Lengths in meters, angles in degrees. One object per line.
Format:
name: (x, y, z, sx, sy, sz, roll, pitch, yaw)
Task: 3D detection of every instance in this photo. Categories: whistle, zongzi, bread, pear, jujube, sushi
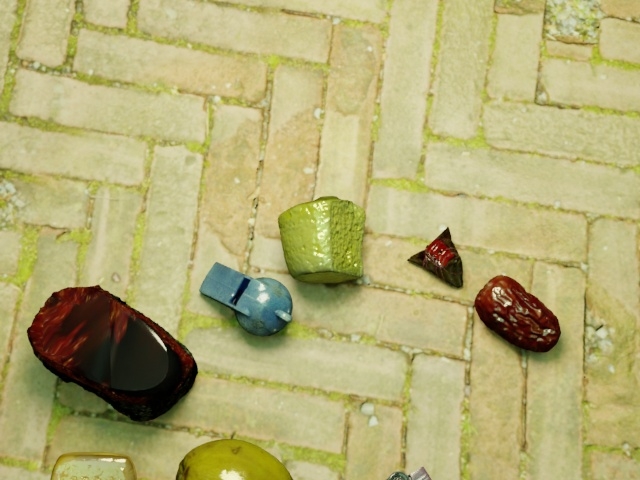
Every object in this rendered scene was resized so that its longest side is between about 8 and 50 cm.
whistle: (-0.092, 0.087, 1.541, 0.158, 0.090, 0.090, 21, 70, 48)
zongzi: (0.162, 0.027, 1.571, 0.073, 0.067, 0.083, -22, 55, 6)
bread: (0.000, 0.000, 1.539, 0.111, 0.129, 0.114, -15, 74, 36)
pear: (-0.115, 0.334, 1.422, 0.162, 0.149, 0.149, 20, 74, 2)
jujube: (0.276, 0.106, 1.529, 0.129, 0.077, 0.077, 37, 77, 0)
sushi: (-0.279, 0.153, 1.495, 0.225, 0.126, 0.136, 25, 76, 14)
bread: (-0.304, 0.325, 1.473, 0.115, 0.056, 0.082, -2, 73, -7)

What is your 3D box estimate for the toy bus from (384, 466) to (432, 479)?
toy bus: (0.078, 0.376, 1.432, 0.178, 0.087, 0.098, -31, 76, -14)
